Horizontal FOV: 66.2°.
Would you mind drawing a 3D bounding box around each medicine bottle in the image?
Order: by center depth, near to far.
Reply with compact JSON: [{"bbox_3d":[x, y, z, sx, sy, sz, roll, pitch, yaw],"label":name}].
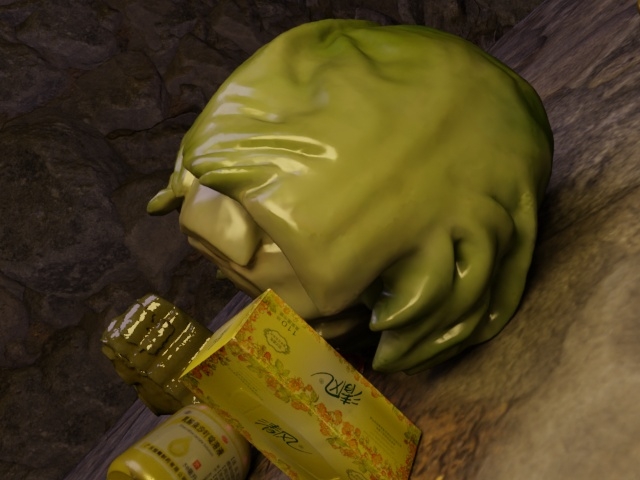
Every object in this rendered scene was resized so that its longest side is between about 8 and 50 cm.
[{"bbox_3d":[-0.140,0.260,0.613,0.122,0.122,0.212,-39,-5,39],"label":"medicine bottle"}]

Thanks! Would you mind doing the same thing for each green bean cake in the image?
[{"bbox_3d":[-0.348,0.266,1.103,0.202,0.285,0.310,-53,8,-20],"label":"green bean cake"}]

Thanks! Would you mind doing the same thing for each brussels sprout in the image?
[{"bbox_3d":[0.044,-0.073,0.550,0.361,0.342,0.425,-52,20,-14],"label":"brussels sprout"}]

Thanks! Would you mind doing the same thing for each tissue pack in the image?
[{"bbox_3d":[-0.017,0.134,0.397,0.095,0.176,0.062,-38,11,40],"label":"tissue pack"}]

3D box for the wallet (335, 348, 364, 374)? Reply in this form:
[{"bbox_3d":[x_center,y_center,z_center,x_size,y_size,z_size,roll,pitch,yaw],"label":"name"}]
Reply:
[{"bbox_3d":[-0.047,0.165,0.656,0.142,0.045,0.204,-2,-8,-20],"label":"wallet"}]

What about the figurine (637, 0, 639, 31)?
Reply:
[{"bbox_3d":[0.402,-0.243,0.427,0.274,0.133,0.194,-41,29,-15],"label":"figurine"}]
